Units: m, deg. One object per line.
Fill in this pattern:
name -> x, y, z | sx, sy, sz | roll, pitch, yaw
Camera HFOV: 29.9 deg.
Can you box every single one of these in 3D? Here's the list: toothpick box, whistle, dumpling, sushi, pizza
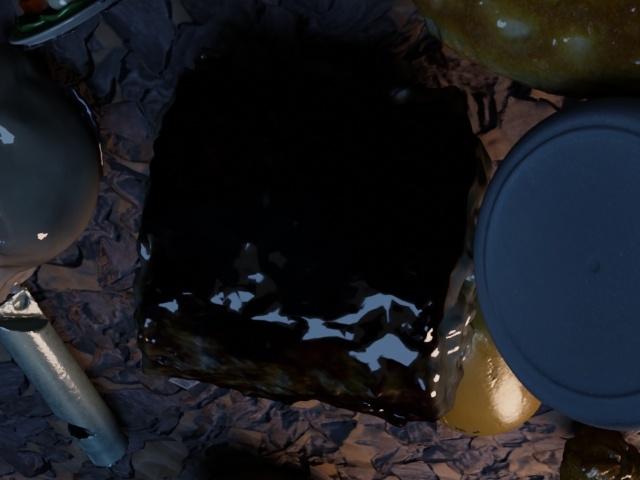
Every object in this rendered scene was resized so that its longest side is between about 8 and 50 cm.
toothpick box -> 0.323, 0.019, 0.948 | 0.354, 0.263, 0.263 | -4, 156, -44
whistle -> -0.317, 0.171, 1.462 | 0.062, 0.062, 0.312 | -4, 137, 17
dumpling -> -0.285, -0.040, 1.108 | 0.163, 0.205, 0.293 | 2, 131, -7
sushi -> -0.002, 0.001, 1.034 | 0.294, 0.281, 0.299 | 11, 147, 8
pizza -> 0.206, -0.213, 0.863 | 0.335, 0.086, 0.226 | 6, 112, 38

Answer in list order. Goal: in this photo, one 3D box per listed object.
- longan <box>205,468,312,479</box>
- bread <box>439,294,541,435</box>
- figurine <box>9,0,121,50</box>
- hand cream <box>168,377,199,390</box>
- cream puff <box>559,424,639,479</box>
longan -> -0.063, 0.424, 1.570 | 0.300, 0.243, 0.300 | 29, 172, 5
bread -> 0.161, 0.134, 1.293 | 0.147, 0.098, 0.217 | -11, 136, 18
figurine -> -0.225, -0.245, 0.939 | 0.132, 0.132, 0.154 | -17, 118, 28
hand cream -> -0.146, 0.160, 1.451 | 0.030, 0.019, 0.093 | 34, 141, -27
cream puff -> 0.335, 0.278, 1.406 | 0.094, 0.116, 0.122 | 1, 155, 29
